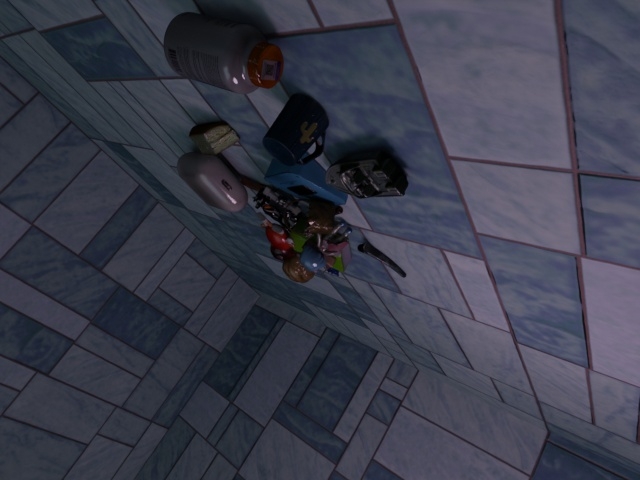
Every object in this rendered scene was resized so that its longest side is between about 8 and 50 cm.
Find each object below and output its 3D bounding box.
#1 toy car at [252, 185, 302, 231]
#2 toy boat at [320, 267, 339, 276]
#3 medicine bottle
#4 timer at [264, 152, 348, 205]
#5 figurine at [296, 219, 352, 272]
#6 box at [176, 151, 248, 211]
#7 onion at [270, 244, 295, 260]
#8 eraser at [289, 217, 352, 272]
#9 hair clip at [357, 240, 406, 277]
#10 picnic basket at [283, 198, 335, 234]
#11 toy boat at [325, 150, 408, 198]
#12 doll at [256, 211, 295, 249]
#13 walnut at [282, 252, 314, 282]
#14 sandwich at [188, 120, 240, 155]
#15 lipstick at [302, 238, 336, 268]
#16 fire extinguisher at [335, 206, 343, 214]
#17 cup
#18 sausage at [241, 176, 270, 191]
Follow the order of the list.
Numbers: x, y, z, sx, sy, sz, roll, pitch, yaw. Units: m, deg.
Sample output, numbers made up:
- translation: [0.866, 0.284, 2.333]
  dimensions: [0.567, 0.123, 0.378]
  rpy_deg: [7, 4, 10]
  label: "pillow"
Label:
- translation: [-0.164, -0.132, 1.796]
  dimensions: [0.193, 0.118, 0.301]
  rpy_deg: [33, 176, -2]
  label: "toy car"
- translation: [0.034, 0.133, 2.184]
  dimensions: [0.091, 0.110, 0.175]
  rpy_deg: [23, 157, 29]
  label: "toy boat"
- translation: [-0.229, -0.448, 1.106]
  dimensions: [0.288, 0.157, 0.157]
  rpy_deg: [25, 159, 26]
  label: "medicine bottle"
- translation: [-0.043, -0.203, 1.580]
  dimensions: [0.249, 0.092, 0.231]
  rpy_deg: [30, 165, -30]
  label: "timer"
- translation: [0.002, 0.010, 1.777]
  dimensions: [0.205, 0.103, 0.260]
  rpy_deg: [41, 119, -12]
  label: "figurine"
- translation: [-0.469, -0.254, 1.974]
  dimensions: [0.289, 0.141, 0.348]
  rpy_deg: [49, 163, -31]
  label: "box"
- translation: [-0.191, 0.045, 2.330]
  dimensions: [0.131, 0.131, 0.131]
  rpy_deg: [30, 161, 11]
  label: "onion"
- translation: [-0.005, 0.013, 1.981]
  dimensions: [0.274, 0.092, 0.210]
  rpy_deg: [26, 157, 21]
  label: "eraser"
- translation: [0.252, 0.082, 1.804]
  dimensions: [0.229, 0.039, 0.070]
  rpy_deg: [36, 160, -8]
  label: "hair clip"
- translation: [-0.042, -0.082, 1.610]
  dimensions: [0.178, 0.128, 0.138]
  rpy_deg: [1, 169, -7]
  label: "picnic basket"
- translation: [0.111, -0.177, 1.311]
  dimensions: [0.141, 0.092, 0.319]
  rpy_deg: [46, 159, -27]
  label: "toy boat"
- translation: [-0.174, -0.025, 1.904]
  dimensions: [0.183, 0.085, 0.217]
  rpy_deg: [34, 163, 29]
  label: "doll"
- translation: [-0.111, 0.150, 2.411]
  dimensions: [0.184, 0.156, 0.155]
  rpy_deg: [43, 159, -32]
  label: "walnut"
- translation: [-0.409, -0.380, 1.690]
  dimensions: [0.257, 0.096, 0.094]
  rpy_deg: [9, 144, 47]
  label: "sandwich"
- translation: [-0.006, 0.055, 1.896]
  dimensions: [0.145, 0.045, 0.045]
  rpy_deg: [38, 154, -11]
  label: "lipstick"
- translation: [0.040, -0.112, 1.688]
  dimensions: [0.046, 0.032, 0.100]
  rpy_deg: [31, 159, -26]
  label: "fire extinguisher"
- translation: [-0.061, -0.280, 1.244]
  dimensions: [0.131, 0.155, 0.176]
  rpy_deg: [16, 153, 44]
  label: "cup"
- translation: [-0.268, -0.227, 1.914]
  dimensions: [0.157, 0.036, 0.042]
  rpy_deg: [23, 166, 28]
  label: "sausage"
